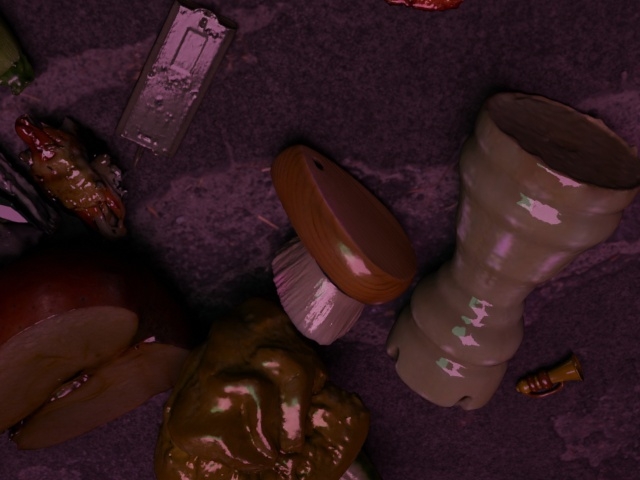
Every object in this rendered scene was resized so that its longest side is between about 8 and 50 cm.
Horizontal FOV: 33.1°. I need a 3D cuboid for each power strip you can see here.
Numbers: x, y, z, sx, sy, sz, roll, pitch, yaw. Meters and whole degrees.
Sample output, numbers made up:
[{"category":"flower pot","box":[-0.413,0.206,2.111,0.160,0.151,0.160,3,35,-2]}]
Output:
[{"category":"power strip","box":[-0.207,-0.207,1.482,0.092,0.034,0.268,24,118,-14]}]

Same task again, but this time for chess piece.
[{"category":"chess piece","box":[0.252,0.033,1.523,0.234,0.234,0.442,17,123,-9]}]

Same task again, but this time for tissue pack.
[{"category":"tissue pack","box":[-0.568,-0.008,1.554,0.332,0.123,0.245,-35,112,19]}]

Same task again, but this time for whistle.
[{"category":"whistle","box":[0.371,0.223,1.742,0.109,0.057,0.046,-26,73,25]}]

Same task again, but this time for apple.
[{"category":"apple","box":[-0.368,0.170,1.561,0.365,0.295,0.328,-35,108,17]}]

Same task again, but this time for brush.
[{"category":"brush","box":[0.000,0.000,1.540,0.166,0.174,0.266,-37,93,29]}]

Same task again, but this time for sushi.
[{"category":"sushi","box":[-0.337,-0.096,1.518,0.097,0.103,0.226,-14,127,40]}]

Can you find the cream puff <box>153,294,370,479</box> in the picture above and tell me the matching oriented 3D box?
[{"category":"cream puff","box":[-0.076,0.252,1.538,0.270,0.323,0.274,26,165,16]}]

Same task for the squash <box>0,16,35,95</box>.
[{"category":"squash","box":[-0.530,-0.326,1.374,0.107,0.107,0.395,-38,114,21]}]

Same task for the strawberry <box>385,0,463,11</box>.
[{"category":"strawberry","box":[0.148,-0.348,1.392,0.152,0.048,0.104,-3,129,21]}]

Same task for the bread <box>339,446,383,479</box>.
[{"category":"bread","box":[-0.081,0.442,1.731,0.382,0.129,0.366,21,91,-5]}]
